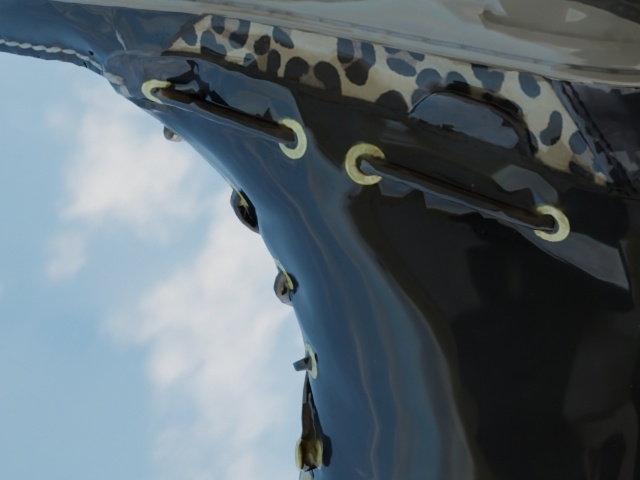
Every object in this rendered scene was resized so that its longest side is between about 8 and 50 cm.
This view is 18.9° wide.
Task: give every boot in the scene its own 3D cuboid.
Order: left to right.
[{"bbox_3d":[0.000,0.000,0.812,0.138,0.377,0.284,-35,-53,-52],"label":"boot"}]
